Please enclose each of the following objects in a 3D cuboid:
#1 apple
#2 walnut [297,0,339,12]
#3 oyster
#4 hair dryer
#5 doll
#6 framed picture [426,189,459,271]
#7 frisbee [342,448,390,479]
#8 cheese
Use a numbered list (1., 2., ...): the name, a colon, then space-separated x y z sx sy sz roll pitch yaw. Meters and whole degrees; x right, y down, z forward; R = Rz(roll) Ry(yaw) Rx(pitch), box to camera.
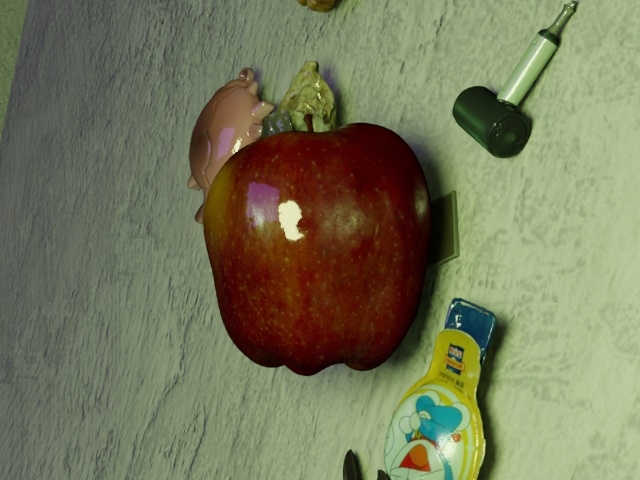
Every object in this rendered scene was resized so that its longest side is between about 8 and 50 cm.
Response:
1. apple: 0.000 0.000 1.487 0.288 0.288 0.317 -1 91 57
2. walnut: 0.027 -0.414 1.816 0.170 0.069 0.143 -43 43 39
3. oyster: -0.026 -0.088 1.723 0.166 0.110 0.341 0 91 63
4. hair dryer: 0.237 -0.198 1.427 0.198 0.057 0.100 -55 36 15
5. doll: -0.154 -0.152 1.969 0.211 0.093 0.262 3 80 55
6. framed picture: 0.148 -0.011 1.520 0.066 0.006 0.089 -30 53 49
7. frisbee: 0.054 0.351 1.478 0.211 0.012 0.188 -166 77 -77
8. cheese: 0.138 0.201 1.389 0.177 0.069 0.270 23 97 58
